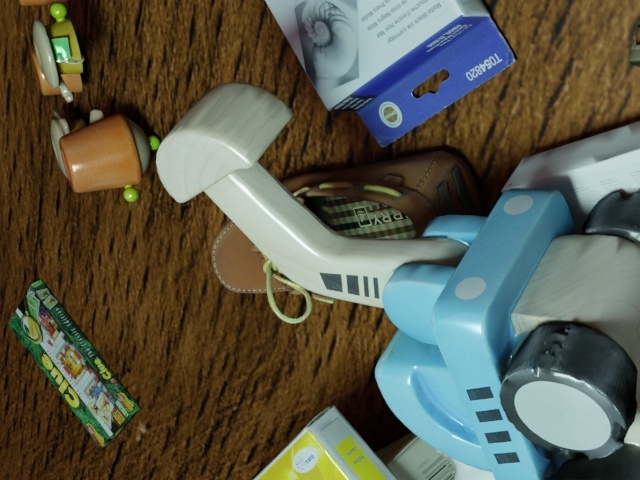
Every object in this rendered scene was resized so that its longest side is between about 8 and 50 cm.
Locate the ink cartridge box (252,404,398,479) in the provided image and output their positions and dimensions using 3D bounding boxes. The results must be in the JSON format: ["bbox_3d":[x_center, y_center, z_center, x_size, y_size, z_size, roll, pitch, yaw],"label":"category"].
[{"bbox_3d":[0.034,0.381,1.413,0.307,0.072,0.303,50,138,11],"label":"ink cartridge box"}]

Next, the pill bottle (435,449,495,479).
[{"bbox_3d":[0.237,0.271,1.264,0.278,0.162,0.162,56,139,4],"label":"pill bottle"}]

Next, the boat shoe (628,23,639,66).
[{"bbox_3d":[0.375,-0.176,0.921,0.307,0.110,0.105,6,91,48],"label":"boat shoe"}]

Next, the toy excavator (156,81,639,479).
[{"bbox_3d":[0.099,0.055,1.109,0.445,0.222,0.433,3,133,36],"label":"toy excavator"}]

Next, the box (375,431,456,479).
[{"bbox_3d":[0.073,0.346,1.496,0.148,0.121,0.311,53,138,5],"label":"box"}]

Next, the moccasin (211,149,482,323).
[{"bbox_3d":[0.001,0.003,1.343,0.380,0.147,0.139,-6,108,46],"label":"moccasin"}]

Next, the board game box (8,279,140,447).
[{"bbox_3d":[-0.394,0.198,1.935,0.260,0.030,0.136,50,140,9],"label":"board game box"}]

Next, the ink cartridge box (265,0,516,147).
[{"bbox_3d":[0.058,-0.223,1.231,0.223,0.045,0.224,-32,90,48],"label":"ink cartridge box"}]

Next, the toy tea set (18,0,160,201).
[{"bbox_3d":[-0.295,-0.214,1.559,0.200,0.124,0.336,-130,28,-57],"label":"toy tea set"}]

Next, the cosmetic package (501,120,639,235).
[{"bbox_3d":[0.286,-0.052,1.086,0.239,0.060,0.099,-17,120,48],"label":"cosmetic package"}]
